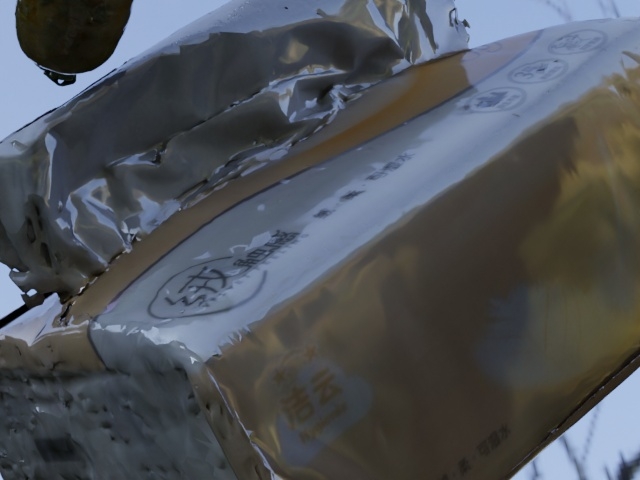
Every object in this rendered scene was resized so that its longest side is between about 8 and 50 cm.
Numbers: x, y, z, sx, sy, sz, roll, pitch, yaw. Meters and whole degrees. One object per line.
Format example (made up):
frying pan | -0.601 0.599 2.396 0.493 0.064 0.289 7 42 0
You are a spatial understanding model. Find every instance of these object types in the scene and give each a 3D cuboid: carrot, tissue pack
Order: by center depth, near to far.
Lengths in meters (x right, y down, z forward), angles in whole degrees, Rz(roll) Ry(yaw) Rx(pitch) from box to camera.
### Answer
carrot | -0.069 -0.177 0.644 0.049 0.049 0.254 11 -69 -24
tissue pack | 0.000 0.000 0.745 0.305 0.238 0.238 -35 -27 -34
